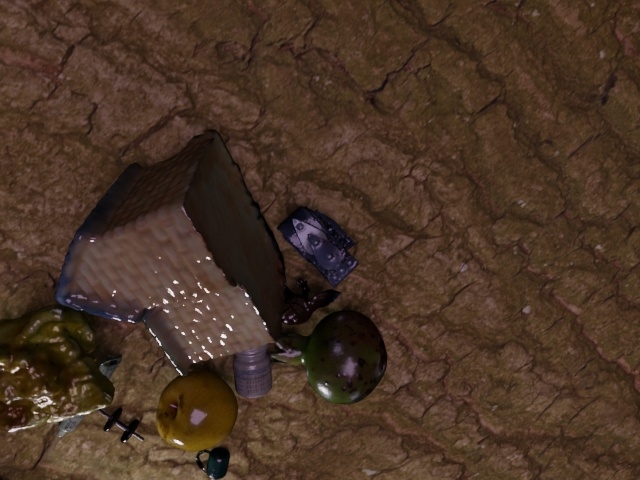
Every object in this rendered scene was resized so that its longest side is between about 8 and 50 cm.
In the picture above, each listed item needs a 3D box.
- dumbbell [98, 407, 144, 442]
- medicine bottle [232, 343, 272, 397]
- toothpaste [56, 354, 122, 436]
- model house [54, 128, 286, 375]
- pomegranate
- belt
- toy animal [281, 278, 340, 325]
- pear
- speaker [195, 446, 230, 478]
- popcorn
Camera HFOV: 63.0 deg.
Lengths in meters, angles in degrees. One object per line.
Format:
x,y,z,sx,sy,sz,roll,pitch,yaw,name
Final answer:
-0.534,0.496,1.401,0.147,0.069,0.069,42,93,-17,dumbbell
-0.185,0.328,1.409,0.104,0.105,0.168,-5,104,-9,medicine bottle
-0.614,0.410,1.370,0.069,0.047,0.268,30,101,-46,toothpaste
-0.342,0.047,1.212,0.399,0.395,0.446,-20,123,10,model house
0.024,0.319,1.381,0.305,0.242,0.243,-16,105,-3,pomegranate
-0.001,0.000,1.359,0.128,0.122,0.218,-45,113,0,belt
-0.055,0.184,1.355,0.218,0.179,0.116,-13,111,13,toy animal
-0.314,0.445,1.366,0.208,0.209,0.209,-2,103,-10,pear
-0.307,0.627,1.478,0.094,0.060,0.076,11,100,-13,speaker
-0.646,0.277,1.224,0.320,0.290,0.326,12,105,-23,popcorn
